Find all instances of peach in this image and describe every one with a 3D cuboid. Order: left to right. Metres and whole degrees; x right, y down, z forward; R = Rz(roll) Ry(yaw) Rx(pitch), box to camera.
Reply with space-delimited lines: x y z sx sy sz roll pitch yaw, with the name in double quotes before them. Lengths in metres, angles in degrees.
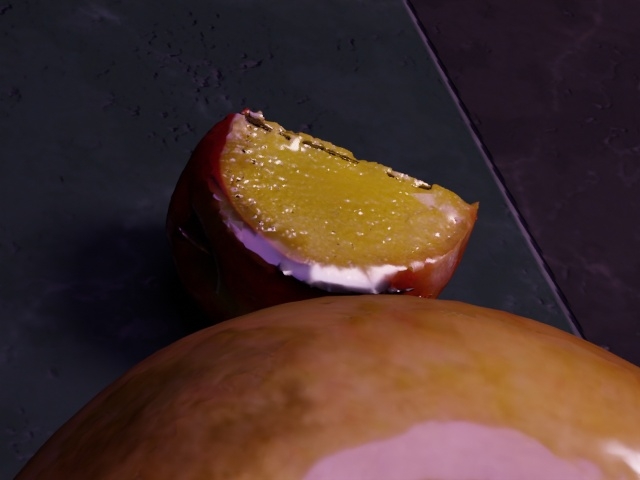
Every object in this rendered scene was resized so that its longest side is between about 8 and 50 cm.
"peach" -0.003 0.003 0.942 0.172 0.092 0.127 4 48 -31

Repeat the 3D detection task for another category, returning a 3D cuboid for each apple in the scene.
"apple" 0.026 0.190 0.585 0.364 0.364 0.364 9 43 -9
